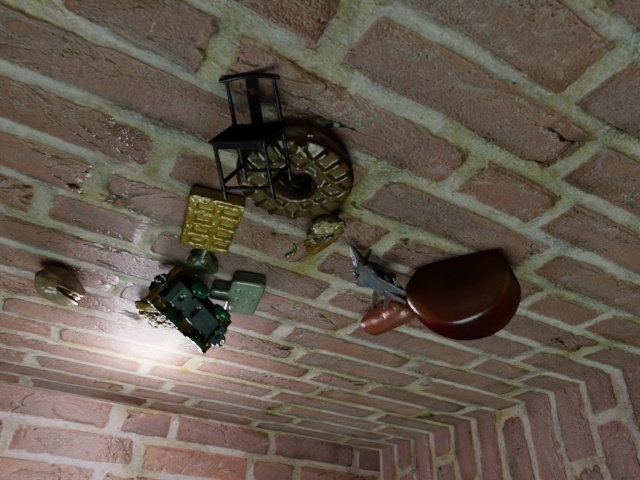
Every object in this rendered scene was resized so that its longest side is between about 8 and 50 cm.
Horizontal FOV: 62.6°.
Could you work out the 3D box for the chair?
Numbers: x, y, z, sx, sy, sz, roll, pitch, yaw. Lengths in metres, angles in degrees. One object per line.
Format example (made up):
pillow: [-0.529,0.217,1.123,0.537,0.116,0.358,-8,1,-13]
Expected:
chair: [-0.161,-0.239,1.214,0.154,0.141,0.260,2,120,18]

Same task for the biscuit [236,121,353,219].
biscuit: [-0.070,-0.177,1.422,0.331,0.103,0.332,1,146,1]

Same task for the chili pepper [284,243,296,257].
chili pepper: [-0.099,0.039,1.810,0.030,0.017,0.083,21,142,-23]

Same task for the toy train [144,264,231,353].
toy train: [-0.500,0.254,1.976,0.249,0.178,0.429,18,149,46]

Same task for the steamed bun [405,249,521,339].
steamed bun: [0.499,0.212,1.832,0.379,0.248,0.235,-17,142,23]

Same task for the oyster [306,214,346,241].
oyster: [0.008,-0.046,1.579,0.132,0.209,0.072,-21,103,4]

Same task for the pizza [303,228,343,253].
pizza: [0.000,0.000,1.689,0.175,0.046,0.134,-36,168,37]

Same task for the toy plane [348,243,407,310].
toy plane: [0.178,0.112,1.818,0.222,0.104,0.326,8,138,43]

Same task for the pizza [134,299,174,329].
pizza: [-0.666,0.326,2.213,0.197,0.058,0.292,-26,136,36]

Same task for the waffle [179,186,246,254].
waffle: [-0.341,-0.061,1.643,0.167,0.057,0.274,13,144,-14]

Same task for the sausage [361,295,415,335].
sausage: [0.281,0.297,2.087,0.113,0.114,0.259,24,141,-28]

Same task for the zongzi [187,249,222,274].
zongzi: [-0.371,0.070,1.841,0.130,0.062,0.154,-38,136,27]

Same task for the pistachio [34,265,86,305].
pistachio: [-0.962,0.172,1.954,0.152,0.126,0.223,24,162,31]

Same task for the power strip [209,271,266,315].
power strip: [-0.326,0.204,2.021,0.193,0.059,0.265,11,145,-13]
